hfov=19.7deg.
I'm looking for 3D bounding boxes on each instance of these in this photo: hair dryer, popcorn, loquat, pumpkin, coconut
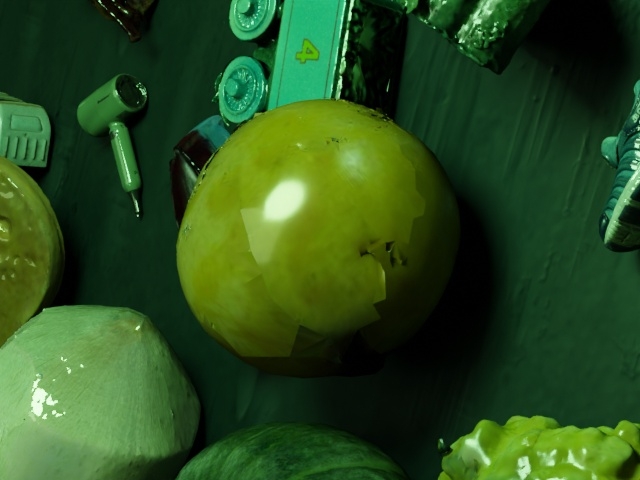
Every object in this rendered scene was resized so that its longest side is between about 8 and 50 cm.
[{"bbox_3d":[-0.207,-0.094,1.922,0.071,0.047,0.150,-31,66,43],"label":"hair dryer"},{"bbox_3d":[0.170,0.219,1.285,0.218,0.169,0.189,-7,76,57],"label":"popcorn"},{"bbox_3d":[0.000,0.000,1.495,0.235,0.235,0.235,-14,72,49],"label":"loquat"},{"bbox_3d":[-0.033,0.288,1.493,0.300,0.207,0.300,-24,56,42],"label":"pumpkin"},{"bbox_3d":[-0.225,0.162,1.758,0.224,0.224,0.234,56,137,41],"label":"coconut"}]

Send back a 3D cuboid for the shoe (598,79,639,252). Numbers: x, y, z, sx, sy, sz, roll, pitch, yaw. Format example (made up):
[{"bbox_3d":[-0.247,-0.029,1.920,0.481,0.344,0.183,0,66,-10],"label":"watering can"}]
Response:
[{"bbox_3d":[0.236,-0.060,1.345,0.071,0.064,0.143,32,105,48],"label":"shoe"}]

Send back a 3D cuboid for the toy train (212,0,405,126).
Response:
[{"bbox_3d":[-0.007,-0.161,1.638,0.154,0.107,0.198,7,88,44],"label":"toy train"}]

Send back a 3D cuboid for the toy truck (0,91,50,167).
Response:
[{"bbox_3d":[-0.367,-0.037,2.060,0.140,0.108,0.257,13,96,38],"label":"toy truck"}]

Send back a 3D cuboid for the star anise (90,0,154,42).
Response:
[{"bbox_3d":[-0.220,-0.336,1.922,0.220,0.126,0.190,44,113,49],"label":"star anise"}]

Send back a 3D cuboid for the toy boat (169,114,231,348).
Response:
[{"bbox_3d":[-0.069,-0.005,1.674,0.100,0.097,0.223,-10,99,46],"label":"toy boat"}]

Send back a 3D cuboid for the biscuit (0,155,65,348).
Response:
[{"bbox_3d":[-0.383,0.070,1.996,0.275,0.052,0.355,16,110,19],"label":"biscuit"}]

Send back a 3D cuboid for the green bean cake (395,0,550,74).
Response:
[{"bbox_3d":[0.094,-0.230,1.407,0.107,0.193,0.208,-52,4,22],"label":"green bean cake"}]
